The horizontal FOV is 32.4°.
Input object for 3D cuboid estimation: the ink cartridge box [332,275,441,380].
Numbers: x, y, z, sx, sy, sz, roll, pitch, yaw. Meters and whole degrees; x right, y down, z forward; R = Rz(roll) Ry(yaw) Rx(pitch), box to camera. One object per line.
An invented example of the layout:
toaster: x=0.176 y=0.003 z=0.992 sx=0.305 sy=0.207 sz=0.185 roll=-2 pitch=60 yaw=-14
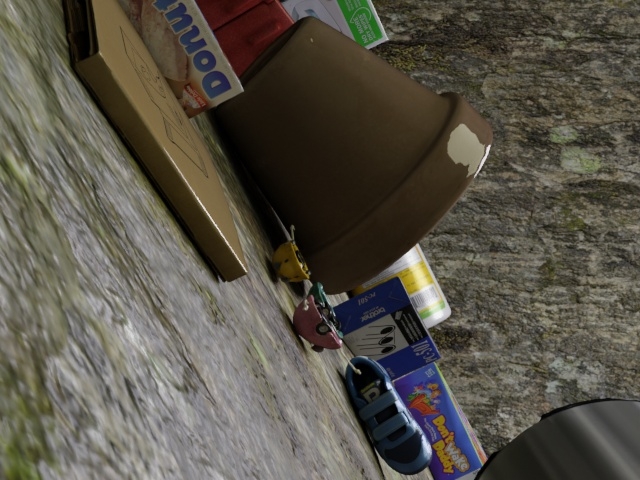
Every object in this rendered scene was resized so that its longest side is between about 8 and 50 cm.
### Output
ink cartridge box: x=0.089 y=0.123 z=1.434 sx=0.046 sy=0.097 sz=0.207 roll=67 pitch=5 yaw=29

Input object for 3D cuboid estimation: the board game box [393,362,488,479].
board game box: x=0.242 y=0.387 z=1.858 sx=0.347 sy=0.078 sz=0.233 roll=58 pitch=7 yaw=-52

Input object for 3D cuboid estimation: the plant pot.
plant pot: x=0.013 y=-0.109 z=1.191 sx=0.229 sy=0.263 sz=0.263 roll=43 pitch=10 yaw=-14

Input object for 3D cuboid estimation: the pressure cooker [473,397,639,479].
pressure cooker: x=0.347 y=0.398 z=1.139 sx=0.369 sy=0.376 sz=0.420 roll=62 pitch=1 yaw=-13

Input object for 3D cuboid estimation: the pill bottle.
pill bottle: x=0.102 y=0.040 z=1.802 sx=0.245 sy=0.136 sz=0.136 roll=64 pitch=4 yaw=3

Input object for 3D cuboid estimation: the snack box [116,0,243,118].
snack box: x=-0.123 y=-0.166 z=0.809 sx=0.178 sy=0.064 sz=0.022 roll=60 pitch=4 yaw=-42

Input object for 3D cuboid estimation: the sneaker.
sneaker: x=0.065 y=0.180 z=1.144 sx=0.144 sy=0.053 sz=0.059 roll=57 pitch=-1 yaw=35

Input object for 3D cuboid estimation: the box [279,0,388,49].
box: x=-0.032 y=-0.331 z=1.750 sx=0.262 sy=0.231 sz=0.126 roll=-100 pitch=164 yaw=-73

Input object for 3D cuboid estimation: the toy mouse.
toy mouse: x=-0.007 y=0.071 z=1.036 sx=0.143 sy=0.031 sz=0.161 roll=63 pitch=5 yaw=-14

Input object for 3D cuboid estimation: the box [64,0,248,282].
box: x=-0.114 y=-0.087 z=0.751 sx=0.201 sy=0.021 sz=0.164 roll=59 pitch=6 yaw=-41

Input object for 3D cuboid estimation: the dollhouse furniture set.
dollhouse furniture set: x=-0.010 y=-0.372 z=1.350 sx=0.152 sy=0.374 sz=0.201 roll=55 pitch=11 yaw=-38
